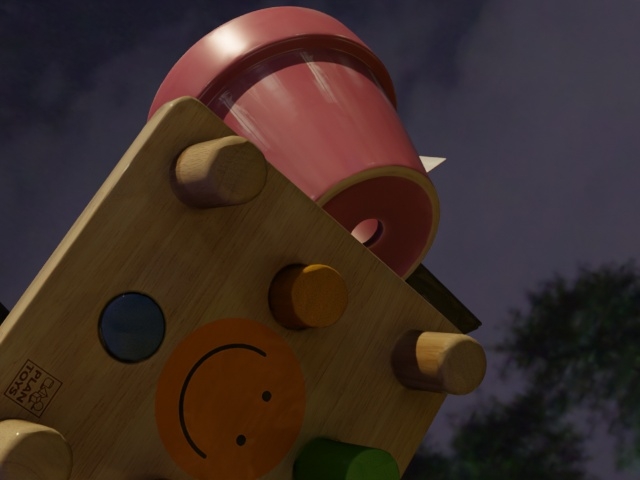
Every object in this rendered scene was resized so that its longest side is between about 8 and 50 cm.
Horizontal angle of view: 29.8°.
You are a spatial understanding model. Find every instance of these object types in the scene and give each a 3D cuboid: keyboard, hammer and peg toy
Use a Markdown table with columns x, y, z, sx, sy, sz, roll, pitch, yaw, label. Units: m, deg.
| x | y | z | sx | sy | sz | roll | pitch | yaw | label |
| --- | --- | --- | --- | --- | --- | --- | --- | --- | --- |
| 0.125 | 0.085 | 1.596 | 0.180 | 0.108 | 0.023 | 43 | -149 | -37 | keyboard |
| -0.087 | 0.129 | 0.659 | 0.266 | 0.127 | 0.361 | 42 | -111 | -23 | hammer and peg toy |

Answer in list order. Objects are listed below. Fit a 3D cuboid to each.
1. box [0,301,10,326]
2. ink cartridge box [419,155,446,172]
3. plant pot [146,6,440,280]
| x | y | z | sx | sy | sz | roll | pitch | yaw | label |
| --- | --- | --- | --- | --- | --- | --- | --- | --- | --- |
| -0.468 | 0.068 | 1.069 | 0.318 | 0.395 | 0.097 | 59 | -140 | -47 | box |
| 0.000 | 0.000 | 1.147 | 0.232 | 0.189 | 0.066 | -30 | -74 | -15 | ink cartridge box |
| -0.009 | -0.050 | 0.915 | 0.201 | 0.180 | 0.201 | -18 | -47 | -20 | plant pot |
